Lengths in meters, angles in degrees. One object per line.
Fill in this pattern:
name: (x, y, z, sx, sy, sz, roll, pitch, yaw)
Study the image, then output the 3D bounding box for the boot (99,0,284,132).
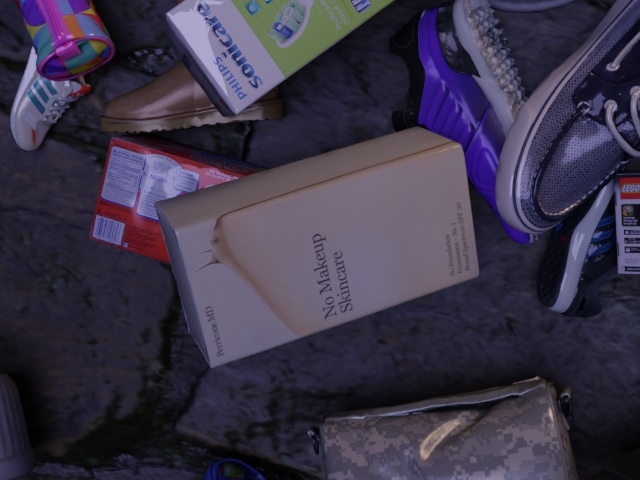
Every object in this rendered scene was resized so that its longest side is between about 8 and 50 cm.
boot: (-0.161, -0.269, 1.103, 0.236, 0.089, 0.269, -7, 98, -2)

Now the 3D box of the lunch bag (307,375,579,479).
lunch bag: (0.154, 0.302, 1.064, 0.305, 0.212, 0.256, -10, 94, 8)

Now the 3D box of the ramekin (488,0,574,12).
ramekin: (0.226, -0.391, 0.986, 0.277, 0.135, 0.277, 1, 98, 10)

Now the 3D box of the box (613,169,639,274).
box: (0.413, -0.019, 0.959, 0.207, 0.036, 0.114, 1, 101, 35)

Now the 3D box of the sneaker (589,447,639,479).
sneaker: (0.467, 0.323, 0.969, 0.448, 0.169, 0.257, -19, 101, -19)

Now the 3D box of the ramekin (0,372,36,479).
ramekin: (-0.497, 0.238, 1.152, 0.273, 0.273, 0.127, -7, 85, 11)

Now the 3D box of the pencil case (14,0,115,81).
pencil case: (-0.328, -0.307, 1.093, 0.104, 0.104, 0.236, -28, 82, 13)

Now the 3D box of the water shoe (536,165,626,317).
water shoe: (0.316, -0.010, 1.073, 0.080, 0.073, 0.203, 16, 100, -22)

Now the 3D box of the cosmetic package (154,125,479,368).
cosmetic package: (0.000, 0.000, 0.979, 0.309, 0.113, 0.160, -19, 113, -15)

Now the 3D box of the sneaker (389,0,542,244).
sneaker: (0.164, -0.126, 1.063, 0.146, 0.102, 0.293, -15, 104, 30)

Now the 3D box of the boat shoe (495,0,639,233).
boat shoe: (0.324, -0.142, 0.940, 0.127, 0.158, 0.340, 38, 84, -32)

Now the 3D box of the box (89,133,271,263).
box: (-0.126, -0.034, 1.108, 0.257, 0.122, 0.128, 16, 102, 7)

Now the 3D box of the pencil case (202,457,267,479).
pencil case: (-0.156, 0.426, 1.185, 0.133, 0.119, 0.306, 34, 103, 1)

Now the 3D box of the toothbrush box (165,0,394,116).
toothbrush box: (-0.016, -0.258, 0.971, 0.283, 0.206, 0.122, -36, 101, -5)

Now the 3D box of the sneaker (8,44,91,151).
sneaker: (-0.332, -0.182, 1.156, 0.075, 0.057, 0.161, 21, 99, 12)
